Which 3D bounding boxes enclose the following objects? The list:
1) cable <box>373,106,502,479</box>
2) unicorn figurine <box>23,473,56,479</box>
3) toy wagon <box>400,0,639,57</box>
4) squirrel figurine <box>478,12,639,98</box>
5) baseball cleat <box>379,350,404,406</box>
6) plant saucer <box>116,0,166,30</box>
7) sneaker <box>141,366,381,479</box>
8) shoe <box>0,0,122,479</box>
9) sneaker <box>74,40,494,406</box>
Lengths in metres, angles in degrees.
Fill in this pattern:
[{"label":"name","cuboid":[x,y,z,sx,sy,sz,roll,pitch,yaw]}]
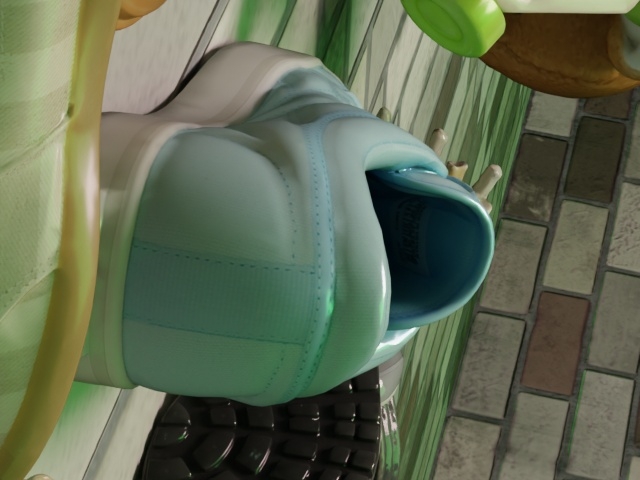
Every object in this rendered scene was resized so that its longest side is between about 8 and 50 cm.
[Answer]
[{"label":"cable","cuboid":[0.029,0.047,1.233,0.072,0.139,0.287,0,116,-51]},{"label":"unicorn figurine","cuboid":[-0.099,0.160,0.630,0.111,0.060,0.162,-12,113,-80]},{"label":"toy wagon","cuboid":[0.127,-0.214,0.887,0.267,0.068,0.344,-48,122,-13]},{"label":"squirrel figurine","cuboid":[0.227,-0.267,1.062,0.281,0.397,0.370,-9,101,-86]},{"label":"baseball cleat","cuboid":[0.010,0.022,1.101,0.206,0.072,0.109,-104,-168,-63]},{"label":"plant saucer","cuboid":[-0.050,-0.167,0.601,0.200,0.037,0.200,12,90,-81]},{"label":"sneaker","cuboid":[-0.020,0.098,0.937,0.124,0.107,0.283,101,6,-48]},{"label":"shoe","cuboid":[-0.090,-0.033,0.489,0.076,0.058,0.219,-135,-124,-63]},{"label":"sneaker","cuboid":[0.000,0.000,0.761,0.366,0.150,0.135,-50,151,-72]}]
